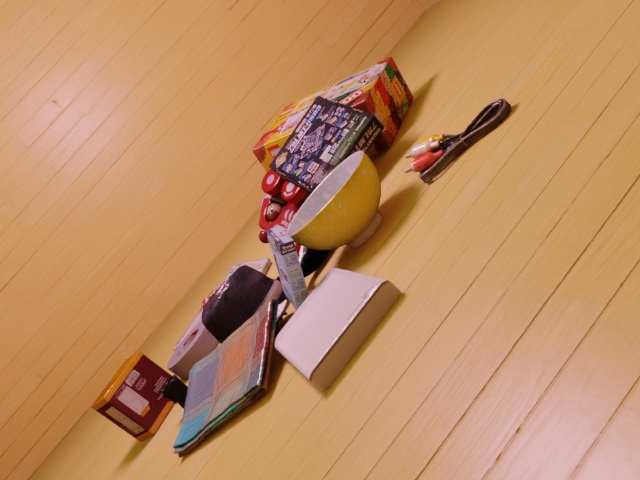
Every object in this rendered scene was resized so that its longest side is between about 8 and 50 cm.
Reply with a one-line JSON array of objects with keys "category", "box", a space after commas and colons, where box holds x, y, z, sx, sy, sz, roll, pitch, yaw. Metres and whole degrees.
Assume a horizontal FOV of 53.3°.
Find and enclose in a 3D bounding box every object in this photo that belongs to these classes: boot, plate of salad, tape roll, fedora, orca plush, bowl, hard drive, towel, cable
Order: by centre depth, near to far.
[{"category": "hard drive", "box": [0.017, 0.166, 1.321, 0.233, 0.047, 0.353, -51, 13, -9]}, {"category": "cable", "box": [0.304, -0.231, 1.473, 0.287, 0.072, 0.139, -35, 24, 48]}, {"category": "towel", "box": [-0.231, 0.329, 1.543, 0.370, 0.040, 0.271, -43, 27, 33]}, {"category": "bowl", "box": [0.063, -0.071, 1.622, 0.289, 0.156, 0.289, -46, 13, 14]}, {"category": "plate of salad", "box": [-0.135, 0.239, 1.625, 0.200, 0.048, 0.200, -55, 4, 6]}, {"category": "orca plush", "box": [0.000, 0.000, 1.768, 0.102, 0.151, 0.287, -4, 32, 26]}, {"category": "boot", "box": [-0.386, 0.419, 1.824, 0.121, 0.099, 0.045, -53, 14, -16]}, {"category": "fedora", "box": [-0.233, 0.185, 1.848, 0.334, 0.152, 0.334, -49, 10, 11]}, {"category": "tape roll", "box": [-0.428, 0.369, 2.185, 0.219, 0.072, 0.219, -46, 14, 15]}]

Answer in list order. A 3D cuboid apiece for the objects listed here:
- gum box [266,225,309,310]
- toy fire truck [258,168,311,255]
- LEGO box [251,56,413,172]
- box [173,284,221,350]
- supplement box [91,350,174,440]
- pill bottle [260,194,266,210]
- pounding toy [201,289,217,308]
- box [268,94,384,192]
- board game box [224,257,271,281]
[{"category": "gum box", "box": [-0.078, 0.070, 1.587, 0.041, 0.184, 0.157, -19, 18, -11]}, {"category": "toy fire truck", "box": [-0.115, -0.094, 2.179, 0.302, 0.169, 0.254, 22, 84, 50]}, {"category": "LEGO box", "box": [0.050, -0.426, 2.342, 0.500, 0.193, 0.372, -18, 28, 33]}, {"category": "box", "box": [-0.454, 0.311, 2.470, 0.063, 0.067, 0.324, -37, 18, 46]}, {"category": "supplement box", "box": [-0.575, 0.494, 2.027, 0.129, 0.194, 0.191, -36, 18, 47]}, {"category": "pill bottle", "box": [-0.136, -0.124, 2.464, 0.160, 0.160, 0.283, -50, 12, -6]}, {"category": "pounding toy", "box": [-0.359, 0.213, 2.333, 0.237, 0.110, 0.183, -53, 13, -16]}, {"category": "box", "box": [0.011, -0.294, 2.007, 0.293, 0.073, 0.295, 31, 85, 48]}, {"category": "board game box", "box": [-0.265, 0.115, 2.343, 0.154, 0.026, 0.103, -11, 29, 23]}]
